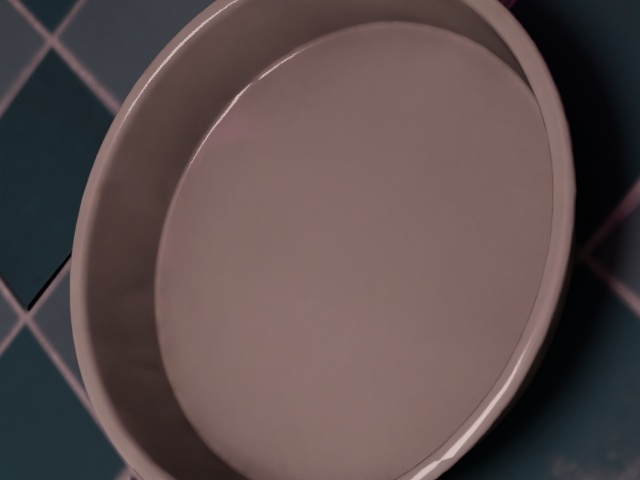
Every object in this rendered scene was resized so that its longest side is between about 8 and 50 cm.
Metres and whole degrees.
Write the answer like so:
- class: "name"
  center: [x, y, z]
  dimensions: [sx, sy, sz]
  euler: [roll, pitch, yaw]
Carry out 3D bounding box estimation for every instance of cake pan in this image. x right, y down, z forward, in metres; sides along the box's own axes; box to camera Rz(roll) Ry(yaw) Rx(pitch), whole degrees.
- class: "cake pan"
  center: [0.000, 0.000, 0.703]
  dimensions: [0.293, 0.054, 0.293]
  euler: [-10, 70, 31]
